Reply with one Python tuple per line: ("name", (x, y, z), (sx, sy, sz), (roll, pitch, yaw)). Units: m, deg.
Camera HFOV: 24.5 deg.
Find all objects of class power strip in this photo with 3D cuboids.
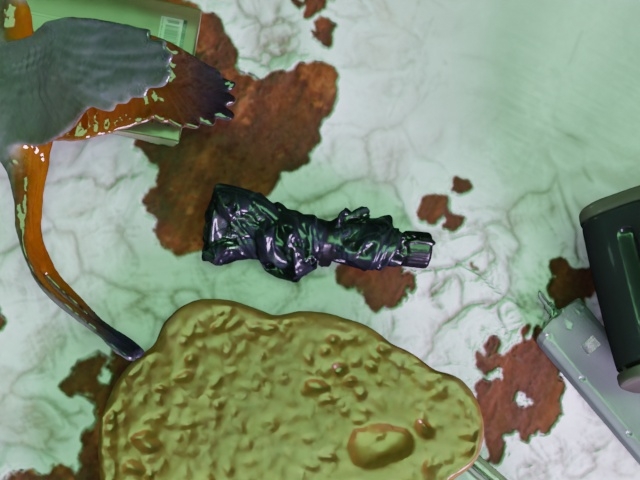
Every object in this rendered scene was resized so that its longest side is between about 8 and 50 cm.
("power strip", (0.293, 0.148, 1.451), (0.060, 0.027, 0.252), (-40, 90, -12))

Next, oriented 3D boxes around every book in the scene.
("book", (-0.221, -0.175, 1.411), (0.199, 0.016, 0.138), (11, 81, -8))

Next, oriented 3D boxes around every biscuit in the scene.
("biscuit", (-0.030, 0.214, 1.349), (0.351, 0.057, 0.312), (4, 75, 0))

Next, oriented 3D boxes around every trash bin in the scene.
("trash bin", (0.400, 0.037, 1.408), (0.290, 0.182, 0.209), (-6, 72, -16))

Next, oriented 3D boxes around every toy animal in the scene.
("toy animal", (-0.255, -0.077, 1.341), (0.302, 0.225, 0.284), (21, 96, 9))

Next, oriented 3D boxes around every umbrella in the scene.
("umbrella", (0.000, 0.003, 1.402), (0.224, 0.071, 0.080), (7, 109, -14))

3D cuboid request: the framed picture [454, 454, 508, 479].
("framed picture", (0.082, 0.288, 1.371), (0.293, 0.018, 0.231), (40, 77, 9))
